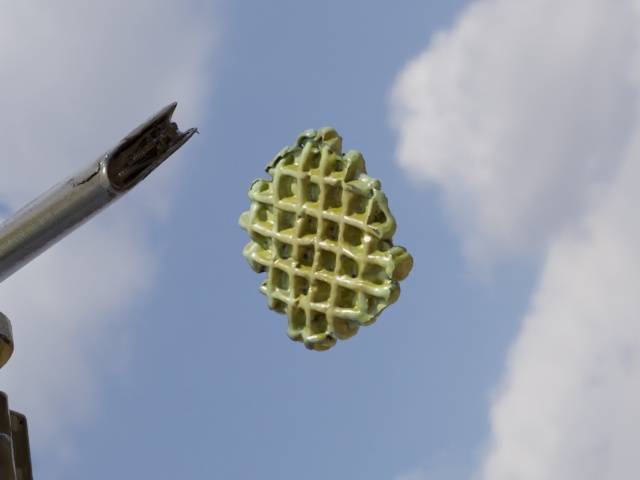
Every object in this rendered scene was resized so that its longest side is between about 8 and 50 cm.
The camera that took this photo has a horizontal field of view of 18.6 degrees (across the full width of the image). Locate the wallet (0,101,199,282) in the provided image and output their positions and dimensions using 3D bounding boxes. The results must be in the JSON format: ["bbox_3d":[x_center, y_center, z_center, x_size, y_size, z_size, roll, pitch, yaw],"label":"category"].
[{"bbox_3d":[-0.168,-0.020,1.271,0.198,0.031,0.110,-31,9,39],"label":"wallet"}]

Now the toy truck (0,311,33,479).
[{"bbox_3d":[-0.167,0.059,0.606,0.192,0.092,0.083,28,-138,-47],"label":"toy truck"}]

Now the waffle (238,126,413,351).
[{"bbox_3d":[0.000,0.000,1.645,0.036,0.169,0.183,-14,-19,-43],"label":"waffle"}]
